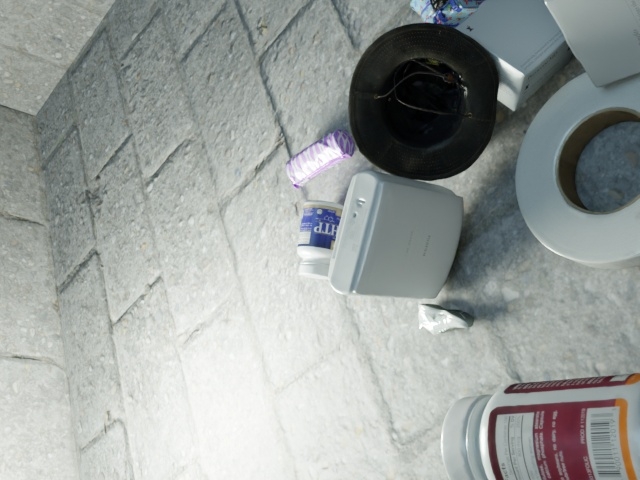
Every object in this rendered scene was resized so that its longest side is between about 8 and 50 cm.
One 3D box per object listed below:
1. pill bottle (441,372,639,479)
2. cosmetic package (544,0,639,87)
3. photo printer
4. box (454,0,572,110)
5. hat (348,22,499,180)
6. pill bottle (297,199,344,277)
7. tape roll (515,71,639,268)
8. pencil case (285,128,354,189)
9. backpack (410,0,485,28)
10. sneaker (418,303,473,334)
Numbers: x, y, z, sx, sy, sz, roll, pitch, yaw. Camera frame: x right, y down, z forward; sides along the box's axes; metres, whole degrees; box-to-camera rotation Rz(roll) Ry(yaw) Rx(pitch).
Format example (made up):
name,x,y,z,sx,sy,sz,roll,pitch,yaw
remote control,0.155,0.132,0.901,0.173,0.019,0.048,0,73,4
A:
name,x,y,z,sx,sy,sz,roll,pitch,yaw
pill bottle,0.418,0.352,1.346,0.392,0.224,0.224,-16,67,44
cosmetic package,0.633,-0.455,1.308,0.453,0.230,0.162,-17,45,36
photo printer,0.175,-0.002,1.650,0.107,0.307,0.256,22,100,46
box,0.391,-0.395,1.588,0.181,0.119,0.182,-42,67,-15
hat,0.209,-0.295,1.621,0.331,0.331,0.134,-48,14,26
pill bottle,0.000,0.000,1.984,0.112,0.112,0.187,-2,78,47
tape roll,0.549,-0.139,1.471,0.392,0.072,0.392,-16,67,43
pencil case,-0.004,-0.214,2.072,0.206,0.086,0.088,-31,44,38
backpack,0.300,-0.545,1.806,0.173,0.158,0.117,-27,77,54
sneaker,0.270,0.176,1.693,0.152,0.053,0.061,10,95,54
